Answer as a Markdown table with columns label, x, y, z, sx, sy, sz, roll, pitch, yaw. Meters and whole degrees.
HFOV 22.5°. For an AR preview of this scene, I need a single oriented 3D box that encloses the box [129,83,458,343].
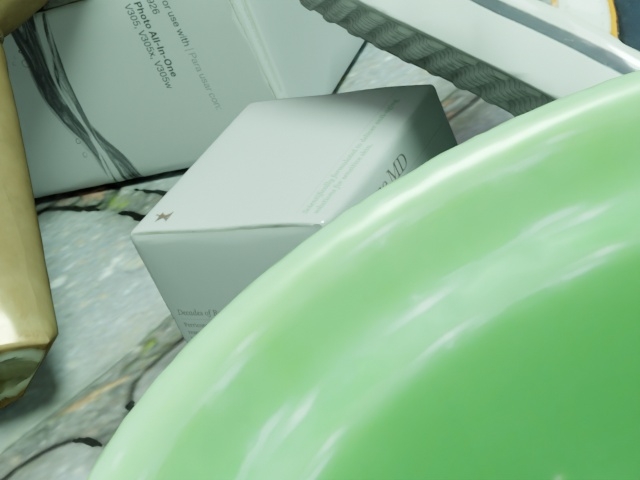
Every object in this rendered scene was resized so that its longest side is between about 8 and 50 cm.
| label | x | y | z | sx | sy | sz | roll | pitch | yaw |
| --- | --- | --- | --- | --- | --- | --- | --- | --- | --- |
| box | 0.000 | 0.000 | 0.659 | 0.102 | 0.087 | 0.101 | -3 | 34 | 37 |

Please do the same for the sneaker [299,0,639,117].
| label | x | y | z | sx | sy | sz | roll | pitch | yaw |
| --- | --- | --- | --- | --- | --- | --- | --- | --- | --- |
| sneaker | 0.104 | -0.096 | 0.583 | 0.321 | 0.126 | 0.127 | 35 | 91 | 31 |

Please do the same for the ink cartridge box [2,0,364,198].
| label | x | y | z | sx | sy | sz | roll | pitch | yaw |
| --- | --- | --- | --- | --- | --- | --- | --- | --- | --- |
| ink cartridge box | -0.121 | -0.132 | 0.960 | 0.289 | 0.121 | 0.211 | -9 | 32 | 29 |

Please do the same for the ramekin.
| label | x | y | z | sx | sy | sz | roll | pitch | yaw |
| --- | --- | --- | --- | --- | --- | --- | --- | --- | --- |
| ramekin | 0.106 | 0.087 | 0.345 | 0.303 | 0.148 | 0.303 | -20 | 27 | 11 |

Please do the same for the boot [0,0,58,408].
| label | x | y | z | sx | sy | sz | roll | pitch | yaw |
| --- | --- | --- | --- | --- | --- | --- | --- | --- | --- |
| boot | -0.153 | -0.058 | 0.765 | 0.236 | 0.089 | 0.269 | -26 | 57 | 21 |
